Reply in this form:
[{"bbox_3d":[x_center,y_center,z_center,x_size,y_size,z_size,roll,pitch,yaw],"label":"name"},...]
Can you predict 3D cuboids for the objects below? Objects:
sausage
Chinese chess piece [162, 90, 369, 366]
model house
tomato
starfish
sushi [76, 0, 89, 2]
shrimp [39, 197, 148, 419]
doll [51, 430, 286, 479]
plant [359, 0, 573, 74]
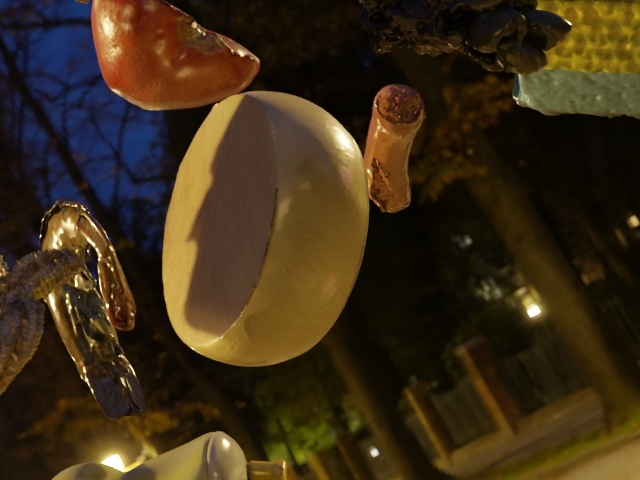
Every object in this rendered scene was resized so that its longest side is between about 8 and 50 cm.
[{"bbox_3d":[0.092,-0.113,1.610,0.078,0.078,0.304,-27,-21,-13],"label":"sausage"},{"bbox_3d":[-0.054,-0.010,1.130,0.097,0.250,0.251,13,-32,-29],"label":"Chinese chess piece"},{"bbox_3d":[0.395,-0.323,1.812,0.237,0.215,0.303,5,-15,15],"label":"model house"},{"bbox_3d":[-0.207,-0.237,1.626,0.139,0.233,0.200,-59,21,1],"label":"tomato"},{"bbox_3d":[-0.282,0.046,1.015,0.238,0.216,0.071,-17,-50,-48],"label":"starfish"},{"bbox_3d":[-0.351,-0.411,1.823,0.055,0.120,0.052,13,5,17],"label":"sushi"},{"bbox_3d":[-0.242,0.067,1.354,0.058,0.253,0.173,-13,-27,-37],"label":"shrimp"},{"bbox_3d":[-0.183,0.286,1.368,0.296,0.117,0.141,-14,25,11],"label":"doll"},{"bbox_3d":[0.103,-0.170,0.954,0.087,0.174,0.085,-4,-68,-73],"label":"plant"}]
